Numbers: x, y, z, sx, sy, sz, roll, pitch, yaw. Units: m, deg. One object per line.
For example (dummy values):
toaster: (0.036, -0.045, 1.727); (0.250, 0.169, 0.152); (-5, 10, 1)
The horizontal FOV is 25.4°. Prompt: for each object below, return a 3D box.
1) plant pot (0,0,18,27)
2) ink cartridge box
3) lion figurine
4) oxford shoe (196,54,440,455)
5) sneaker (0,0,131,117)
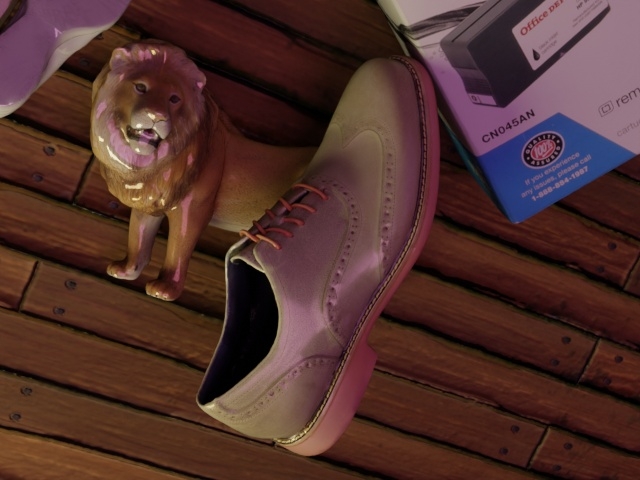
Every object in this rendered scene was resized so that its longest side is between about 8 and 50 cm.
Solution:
plant pot: (-0.377, -0.273, 1.159); (0.280, 0.323, 0.323); (34, 95, -11)
ink cartridge box: (0.209, -0.262, 1.415); (0.285, 0.166, 0.395); (-30, 117, 3)
lion figurine: (-0.072, -0.052, 1.443); (0.392, 0.142, 0.240); (12, 97, -38)
oxford shoe: (0.000, 0.000, 1.337); (0.147, 0.140, 0.396); (21, 82, -35)
sneaker: (-0.261, -0.192, 1.338); (0.080, 0.094, 0.212); (44, 64, -6)
